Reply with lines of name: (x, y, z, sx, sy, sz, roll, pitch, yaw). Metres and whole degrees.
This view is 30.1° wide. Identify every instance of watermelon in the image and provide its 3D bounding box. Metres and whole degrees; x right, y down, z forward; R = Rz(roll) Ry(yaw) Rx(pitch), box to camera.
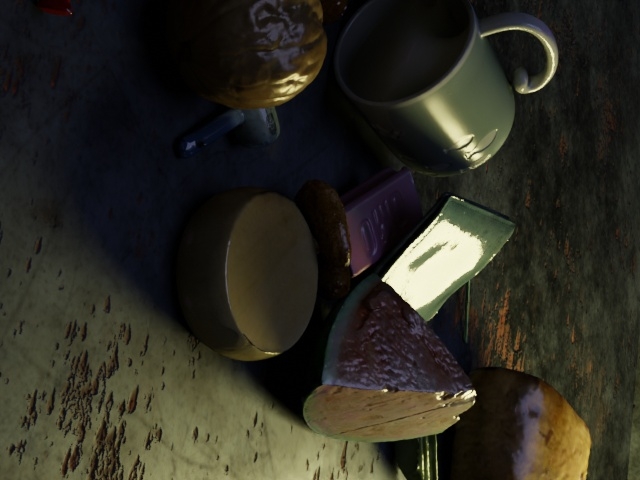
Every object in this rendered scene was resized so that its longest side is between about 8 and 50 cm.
watermelon: (0.091, 0.189, 1.933, 0.319, 0.292, 0.222, 1, 68, -19)

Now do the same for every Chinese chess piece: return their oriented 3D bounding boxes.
Chinese chess piece: (-0.103, 0.048, 1.706, 0.251, 0.097, 0.250, 7, 82, -58)

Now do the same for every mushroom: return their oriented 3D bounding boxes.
mushroom: (0.380, 0.488, 2.377, 0.313, 0.224, 0.397, 53, 46, -48)

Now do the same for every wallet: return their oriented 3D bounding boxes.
wallet: (0.187, 0.047, 2.069, 0.251, 0.290, 0.054, 12, 36, -56)

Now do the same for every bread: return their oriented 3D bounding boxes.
bread: (0.000, 0.000, 1.834, 0.064, 0.193, 0.193, -10, 100, -16)

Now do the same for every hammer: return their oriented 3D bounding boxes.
hammer: (-0.137, -0.164, 1.702, 0.194, 0.070, 0.116, -39, 123, -44)

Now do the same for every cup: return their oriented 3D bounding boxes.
cup: (0.238, -0.279, 2.052, 0.274, 0.357, 0.259, 48, 34, -50)

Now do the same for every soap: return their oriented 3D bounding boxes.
soap: (0.083, -0.032, 2.005, 0.203, 0.066, 0.122, -35, 116, -38)

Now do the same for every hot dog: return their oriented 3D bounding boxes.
hot dog: (-0.002, -0.399, 1.931, 0.147, 0.065, 0.099, -32, 116, -68)

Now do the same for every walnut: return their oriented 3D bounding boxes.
walnut: (-0.097, -0.286, 1.615, 0.228, 0.228, 0.227, 5, 84, -59)

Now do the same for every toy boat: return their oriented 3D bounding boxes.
toy boat: (0.172, 0.326, 2.164, 0.055, 0.093, 0.292, -7, 94, -41)

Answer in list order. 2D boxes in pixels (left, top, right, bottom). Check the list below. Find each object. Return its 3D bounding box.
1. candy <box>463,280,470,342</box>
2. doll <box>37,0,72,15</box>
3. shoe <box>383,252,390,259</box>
candy: (0.302, 0.113, 2.443, 0.061, 0.061, 0.202, -15, 110, -59)
doll: (-0.301, -0.465, 1.374, 0.188, 0.099, 0.383, 17, 83, -57)
shoe: (0.191, 0.008, 2.177, 0.227, 0.126, 0.099, 40, 57, -53)
